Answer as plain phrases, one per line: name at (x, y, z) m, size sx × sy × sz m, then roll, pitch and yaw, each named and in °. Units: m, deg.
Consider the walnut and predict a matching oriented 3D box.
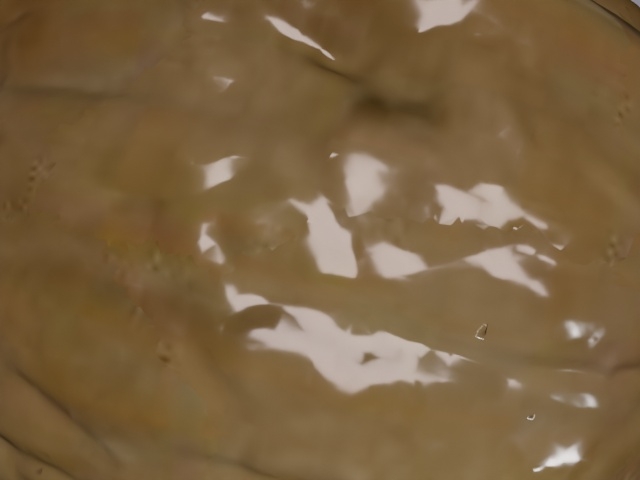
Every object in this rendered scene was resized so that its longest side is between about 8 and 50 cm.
walnut at (0.000, 0.000, 0.424) m, size 0.261 × 0.225 × 0.225 m, roll 14°, pitch 75°, yaw 1°
